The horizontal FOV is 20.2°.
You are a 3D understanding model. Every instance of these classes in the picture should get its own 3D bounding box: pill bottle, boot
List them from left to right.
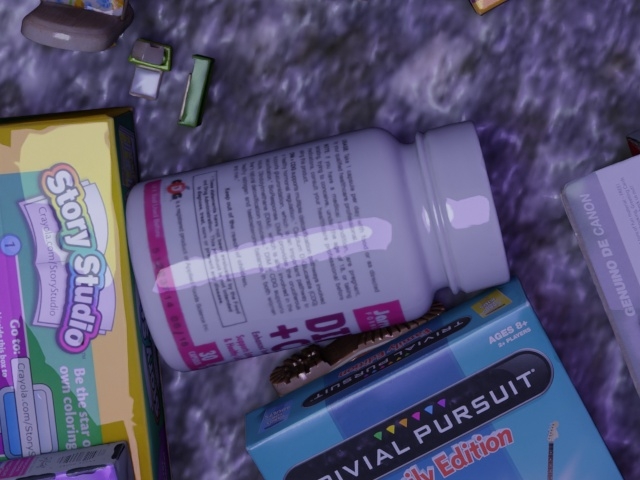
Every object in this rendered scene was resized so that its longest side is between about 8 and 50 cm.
[{"bbox_3d":[0.000,0.000,1.438,0.283,0.160,0.160,-13,96,5],"label":"pill bottle"},{"bbox_3d":[0.045,0.111,1.507,0.158,0.059,0.084,-29,108,6],"label":"boot"}]

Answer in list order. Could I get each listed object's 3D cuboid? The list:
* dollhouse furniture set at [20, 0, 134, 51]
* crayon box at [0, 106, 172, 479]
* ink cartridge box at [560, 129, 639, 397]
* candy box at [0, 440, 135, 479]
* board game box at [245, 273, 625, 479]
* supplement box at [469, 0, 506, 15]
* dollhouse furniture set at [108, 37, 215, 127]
[{"bbox_3d":[-0.136,-0.309,1.273,0.394,0.256,0.362,12,107,0],"label":"dollhouse furniture set"},{"bbox_3d":[-0.297,0.084,1.493,0.313,0.106,0.363,-5,98,3],"label":"crayon box"},{"bbox_3d":[0.365,0.037,1.438,0.272,0.130,0.309,-21,95,7],"label":"ink cartridge box"},{"bbox_3d":[-0.237,0.260,1.429,0.196,0.070,0.165,-10,101,4],"label":"candy box"},{"bbox_3d":[0.129,0.235,1.473,0.254,0.079,0.336,-28,105,6],"label":"board game box"},{"bbox_3d":[0.128,-0.286,1.435,0.104,0.081,0.188,-28,95,7],"label":"supplement box"},{"bbox_3d":[-0.166,-0.139,1.473,0.152,0.076,0.058,14,97,1],"label":"dollhouse furniture set"}]
